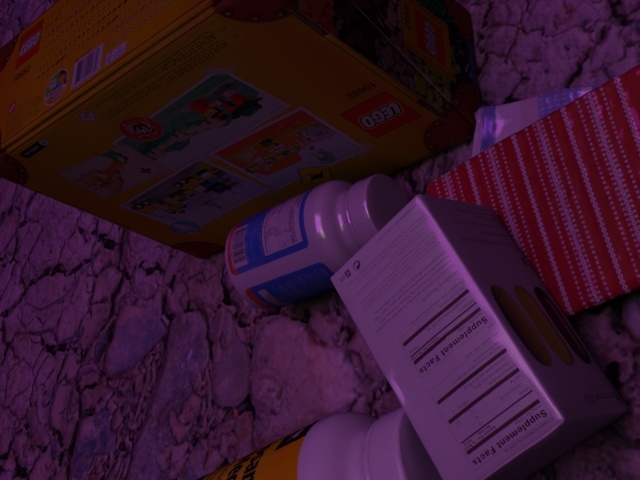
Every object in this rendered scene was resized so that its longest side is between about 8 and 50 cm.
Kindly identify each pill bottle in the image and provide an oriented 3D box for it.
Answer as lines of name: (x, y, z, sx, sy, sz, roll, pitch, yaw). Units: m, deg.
pill bottle: (0.000, 0.000, 1.121, 0.222, 0.124, 0.124, -21, 57, 37)
pill bottle: (-0.004, 0.288, 0.939, 0.334, 0.188, 0.187, -32, 51, 31)

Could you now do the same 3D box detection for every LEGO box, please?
LEGO box: (-0.117, -0.186, 1.143, 0.500, 0.372, 0.193, -23, 56, 36)

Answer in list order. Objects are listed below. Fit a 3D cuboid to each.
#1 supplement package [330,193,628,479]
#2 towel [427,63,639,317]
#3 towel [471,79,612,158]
supplement package: (0.145, 0.095, 0.873, 0.134, 0.139, 0.244, -45, 60, 29)
towel: (0.239, -0.026, 0.913, 0.275, 0.031, 0.198, -29, 66, 37)
towel: (0.271, -0.070, 0.947, 0.285, 0.034, 0.209, -7, 68, 43)
